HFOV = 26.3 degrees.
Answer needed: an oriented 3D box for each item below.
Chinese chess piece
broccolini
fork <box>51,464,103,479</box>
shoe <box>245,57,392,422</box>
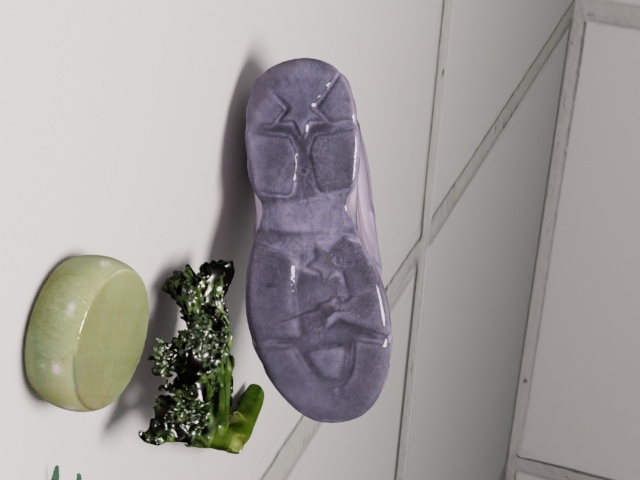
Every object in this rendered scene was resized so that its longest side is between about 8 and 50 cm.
[{"bbox_3d":[-0.123,0.048,0.722,0.084,0.034,0.084,13,90,-72],"label":"Chinese chess piece"},{"bbox_3d":[-0.069,0.081,0.926,0.271,0.062,0.123,56,53,-78],"label":"broccolini"},{"bbox_3d":[-0.131,0.211,0.819,0.235,0.039,0.021,89,24,-47],"label":"fork"},{"bbox_3d":[0.000,0.000,0.952,0.137,0.095,0.245,-27,112,-82],"label":"shoe"}]
